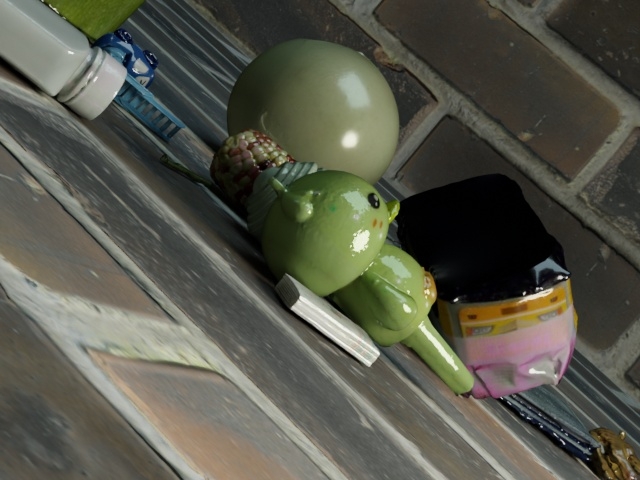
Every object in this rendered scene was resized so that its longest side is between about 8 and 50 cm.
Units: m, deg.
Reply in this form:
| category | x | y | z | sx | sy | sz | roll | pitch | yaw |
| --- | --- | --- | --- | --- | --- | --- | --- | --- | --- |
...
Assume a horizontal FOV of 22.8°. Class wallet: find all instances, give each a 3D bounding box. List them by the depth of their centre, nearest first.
| category | x | y | z | sx | sy | sz | roll | pitch | yaw |
| --- | --- | --- | --- | --- | --- | --- | --- | --- | --- |
| wallet | 0.254 | 0.192 | 2.042 | 0.222 | 0.036 | 0.167 | 37 | 7 | -19 |

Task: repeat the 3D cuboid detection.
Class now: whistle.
| category | x | y | z | sx | sy | sz | roll | pitch | yaw |
| --- | --- | --- | --- | --- | --- | --- | --- | --- | --- |
| whistle | 0.060 | 0.030 | 1.581 | 0.294 | 0.141 | 0.141 | 33 | 9 | -18 |

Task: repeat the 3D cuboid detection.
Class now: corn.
| category | x | y | z | sx | sy | sz | roll | pitch | yaw |
| --- | --- | --- | --- | --- | --- | --- | --- | --- | --- |
| corn | -0.016 | -0.023 | 1.772 | 0.253 | 0.086 | 0.086 | 43 | 7 | 5 |

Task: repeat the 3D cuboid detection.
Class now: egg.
| category | x | y | z | sx | sy | sz | roll | pitch | yaw |
| --- | --- | --- | --- | --- | --- | --- | --- | --- | --- |
| egg | -0.011 | -0.152 | 2.049 | 0.219 | 0.219 | 0.269 | 37 | -10 | -25 |

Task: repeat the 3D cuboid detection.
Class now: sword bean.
| category | x | y | z | sx | sy | sz | roll | pitch | yaw |
| --- | --- | --- | --- | --- | --- | --- | --- | --- | --- |
| sword bean | -0.145 | -0.074 | 1.708 | 0.012 | 0.012 | 0.083 | 45 | 9 | 36 |

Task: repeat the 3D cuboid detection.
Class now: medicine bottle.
| category | x | y | z | sx | sy | sz | roll | pitch | yaw |
| --- | --- | --- | --- | --- | --- | --- | --- | --- | --- |
| medicine bottle | -0.276 | -0.194 | 1.526 | 0.183 | 0.069 | 0.119 | 36 | 7 | -23 |

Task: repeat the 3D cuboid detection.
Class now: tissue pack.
| category | x | y | z | sx | sy | sz | roll | pitch | yaw |
| --- | --- | --- | --- | --- | --- | --- | --- | --- | --- |
| tissue pack | 0.007 | 0.075 | 1.507 | 0.108 | 0.023 | 0.056 | 37 | 6 | -28 |

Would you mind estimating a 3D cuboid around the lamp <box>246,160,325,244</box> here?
| category | x | y | z | sx | sy | sz | roll | pitch | yaw |
| --- | --- | --- | --- | --- | --- | --- | --- | --- | --- |
| lamp | 0.000 | 0.000 | 1.685 | 0.193 | 0.106 | 0.106 | 49 | 5 | -10 |

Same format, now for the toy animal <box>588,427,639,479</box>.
| category | x | y | z | sx | sy | sz | roll | pitch | yaw |
| --- | --- | --- | --- | --- | --- | --- | --- | --- | --- |
| toy animal | 0.398 | 0.293 | 2.114 | 0.149 | 0.054 | 0.275 | 41 | 6 | -13 |

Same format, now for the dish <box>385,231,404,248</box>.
| category | x | y | z | sx | sy | sz | roll | pitch | yaw |
| --- | --- | --- | --- | --- | --- | --- | --- | --- | --- |
| dish | 0.036 | -0.001 | 1.919 | 0.229 | 0.081 | 0.229 | 39 | 7 | -6 |

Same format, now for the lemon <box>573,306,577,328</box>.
| category | x | y | z | sx | sy | sz | roll | pitch | yaw |
| --- | --- | --- | --- | --- | --- | --- | --- | --- | --- |
| lemon | 0.298 | 0.115 | 2.341 | 0.142 | 0.142 | 0.187 | 36 | 4 | -33 |

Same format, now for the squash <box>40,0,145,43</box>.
| category | x | y | z | sx | sy | sz | roll | pitch | yaw |
| --- | --- | --- | --- | --- | --- | --- | --- | --- | --- |
| squash | -0.263 | -0.474 | 2.095 | 0.263 | 0.384 | 0.263 | 41 | 5 | -4 |

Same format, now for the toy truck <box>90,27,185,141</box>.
| category | x | y | z | sx | sy | sz | roll | pitch | yaw |
| --- | --- | --- | --- | --- | --- | --- | --- | --- | --- |
| toy truck | -0.211 | -0.178 | 1.831 | 0.136 | 0.063 | 0.074 | 39 | 26 | -20 |

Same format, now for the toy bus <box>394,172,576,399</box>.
| category | x | y | z | sx | sy | sz | roll | pitch | yaw |
| --- | --- | --- | --- | --- | --- | --- | --- | --- | --- |
| toy bus | 0.203 | 0.056 | 1.900 | 0.386 | 0.171 | 0.162 | -106 | 180 | -72 |
